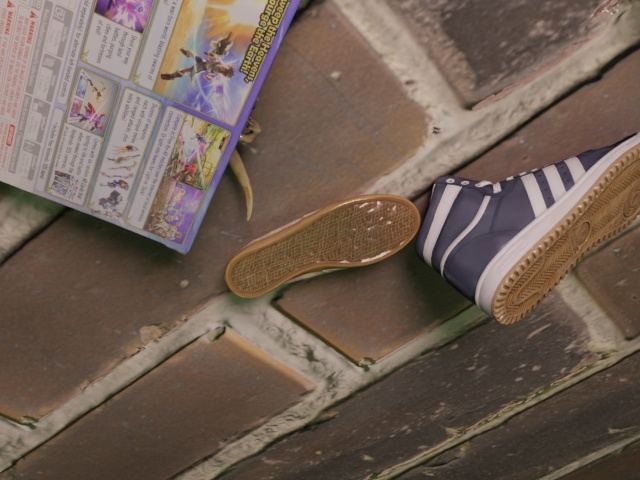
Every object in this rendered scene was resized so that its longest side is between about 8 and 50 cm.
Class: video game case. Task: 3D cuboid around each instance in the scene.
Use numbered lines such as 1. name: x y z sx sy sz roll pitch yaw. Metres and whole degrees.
1. video game case: -0.174 -0.141 0.570 0.244 0.061 0.269 23 126 -11

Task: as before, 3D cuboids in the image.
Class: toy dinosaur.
1. toy dinosaur: -0.098 -0.105 0.668 0.093 0.053 0.183 -25 126 32

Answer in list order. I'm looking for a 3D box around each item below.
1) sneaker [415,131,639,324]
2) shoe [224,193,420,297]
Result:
1. sneaker: 0.227 -0.044 0.756 0.282 0.153 0.099 -38 132 -17
2. shoe: 0.000 0.000 0.774 0.219 0.058 0.076 -18 102 0
